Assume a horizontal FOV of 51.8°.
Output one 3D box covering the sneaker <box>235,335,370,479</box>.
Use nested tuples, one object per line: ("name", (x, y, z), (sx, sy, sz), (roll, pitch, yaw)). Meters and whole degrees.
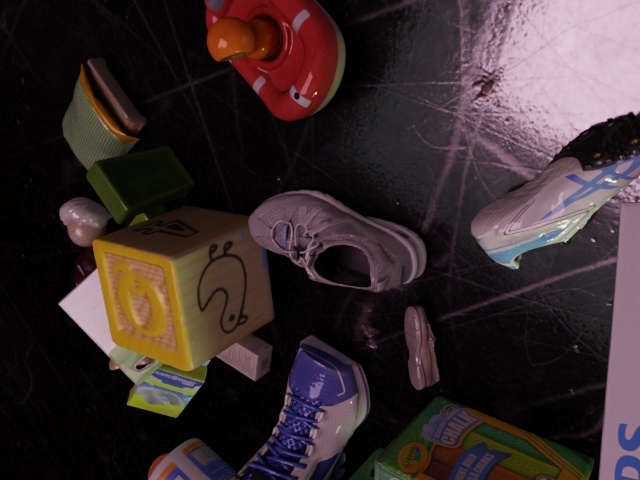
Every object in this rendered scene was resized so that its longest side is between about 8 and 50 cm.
("sneaker", (-0.032, 0.326, 1.036), (0.128, 0.182, 0.315), (25, 123, 26))

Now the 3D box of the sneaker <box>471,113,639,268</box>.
("sneaker", (0.273, -0.049, 0.709), (0.086, 0.085, 0.237), (39, 130, -16))

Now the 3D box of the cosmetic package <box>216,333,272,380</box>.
("cosmetic package", (-0.142, 0.190, 1.159), (0.115, 0.041, 0.060), (27, 124, 27))

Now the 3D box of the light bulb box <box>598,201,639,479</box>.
("light bulb box", (0.420, 0.159, 0.478), (0.361, 0.225, 0.357), (1, 76, 39))

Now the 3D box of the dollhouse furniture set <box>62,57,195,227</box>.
("dollhouse furniture set", (-0.390, -0.141, 1.137), (0.301, 0.151, 0.197), (54, 132, 7))

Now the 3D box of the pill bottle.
("pill bottle", (-0.196, 0.526, 1.274), (0.272, 0.152, 0.152), (36, 127, 22))

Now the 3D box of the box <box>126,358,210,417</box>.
("box", (-0.296, 0.277, 1.283), (0.109, 0.042, 0.178), (21, 132, -19))

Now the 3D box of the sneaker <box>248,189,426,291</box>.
("sneaker", (0.000, 0.000, 0.912), (0.281, 0.115, 0.105), (13, 117, 34))

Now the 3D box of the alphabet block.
("alphabet block", (-0.214, 0.066, 1.058), (0.194, 0.197, 0.192), (8, 114, 36))

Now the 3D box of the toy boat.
("toy boat", (-0.081, -0.255, 0.842), (0.231, 0.151, 0.151), (50, 132, 10))

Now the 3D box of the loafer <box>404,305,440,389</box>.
("loafer", (0.144, 0.147, 0.921), (0.045, 0.039, 0.125), (-146, 48, -66))

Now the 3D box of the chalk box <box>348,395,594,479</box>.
("chalk box", (0.180, 0.343, 0.877), (0.289, 0.180, 0.179), (17, 119, 31))

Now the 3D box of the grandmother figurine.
("grandmother figurine", (-0.408, 0.077, 1.283), (0.208, 0.104, 0.342), (-16, 101, 18))

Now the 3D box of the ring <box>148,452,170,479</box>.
("ring", (-0.275, 0.628, 1.463), (0.337, 0.032, 0.336), (16, 119, 32))

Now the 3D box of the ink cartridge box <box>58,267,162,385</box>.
("ink cartridge box", (-0.363, 0.150, 1.214), (0.109, 0.062, 0.209), (-41, 96, 6))
